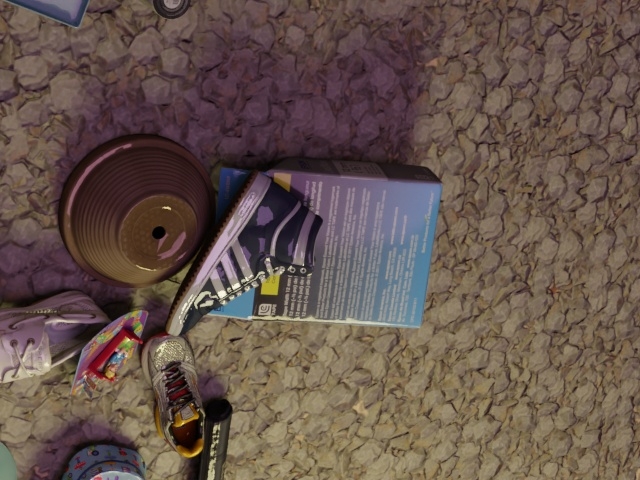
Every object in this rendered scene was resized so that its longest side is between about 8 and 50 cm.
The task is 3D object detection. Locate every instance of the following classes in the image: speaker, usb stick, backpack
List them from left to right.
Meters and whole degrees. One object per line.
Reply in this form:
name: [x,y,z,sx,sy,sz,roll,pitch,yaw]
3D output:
backpack: [-0.341,0.418,1.768,0.158,0.117,0.173,21,96,-34]
speaker: [-0.224,-0.342,1.508,0.055,0.136,0.055,-13,120,-24]
usb stick: [-0.184,0.398,1.869,0.045,0.077,0.278,9,108,0]

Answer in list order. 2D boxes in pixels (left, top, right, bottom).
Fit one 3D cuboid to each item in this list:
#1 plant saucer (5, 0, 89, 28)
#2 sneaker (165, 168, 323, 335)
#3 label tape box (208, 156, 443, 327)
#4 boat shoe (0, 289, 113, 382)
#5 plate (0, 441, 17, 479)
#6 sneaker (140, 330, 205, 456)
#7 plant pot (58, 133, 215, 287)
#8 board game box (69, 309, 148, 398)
plant saucer: [-0.399,-0.346,1.484,0.192,0.018,0.067,17,101,-31]
sneaker: [-0.107,0.050,1.659,0.153,0.099,0.282,30,102,-12]
label tape box: [0.000,0.000,1.770,0.348,0.115,0.249,4,109,-9]
boat shoe: [-0.415,0.148,1.578,0.277,0.096,0.098,-25,129,-41]
plate: [-0.552,0.376,1.693,0.188,0.024,0.188,-11,114,-25]
sneaker: [-0.221,0.242,1.773,0.088,0.093,0.225,-20,117,-20]
plant pot: [-0.253,-0.030,1.636,0.237,0.110,0.237,-10,113,-25]
board game box: [-0.306,0.177,1.679,0.133,0.033,0.168,-32,157,-43]
